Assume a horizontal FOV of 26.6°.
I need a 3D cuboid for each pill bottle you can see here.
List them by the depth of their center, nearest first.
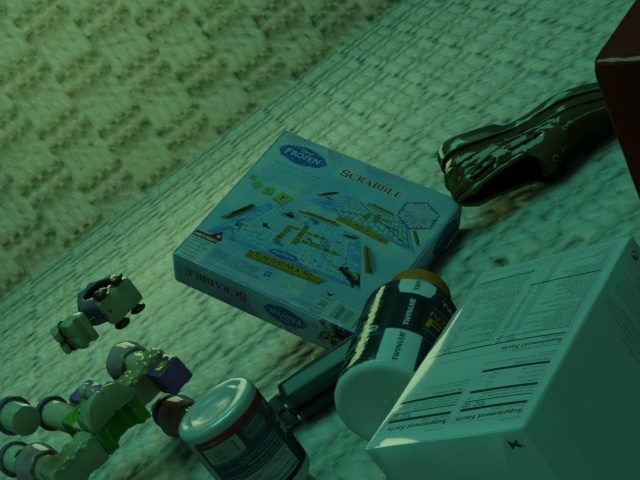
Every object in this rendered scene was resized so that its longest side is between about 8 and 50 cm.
[{"bbox_3d":[-0.077,0.263,1.620,0.108,0.180,0.108,-32,19,12],"label":"pill bottle"},{"bbox_3d":[0.104,0.134,1.693,0.130,0.130,0.245,-26,21,27],"label":"pill bottle"}]

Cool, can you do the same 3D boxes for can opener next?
[{"bbox_3d":[-0.017,0.221,1.824,0.280,0.074,0.093,-37,53,3],"label":"can opener"}]

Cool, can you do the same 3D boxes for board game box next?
[{"bbox_3d":[0.000,0.000,2.013,0.319,0.065,0.318,24,50,20],"label":"board game box"}]

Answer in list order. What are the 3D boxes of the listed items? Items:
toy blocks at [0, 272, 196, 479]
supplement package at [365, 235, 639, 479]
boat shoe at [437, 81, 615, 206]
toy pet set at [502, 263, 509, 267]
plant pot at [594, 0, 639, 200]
[{"bbox_3d":[-0.351,0.238,1.965,0.288,0.309,0.260,-44,26,-25],"label":"toy blocks"},{"bbox_3d":[0.221,0.167,1.292,0.198,0.199,0.262,-17,27,46],"label":"supplement package"},{"bbox_3d":[0.332,-0.133,2.012,0.307,0.110,0.104,-23,52,11],"label":"boat shoe"},{"bbox_3d":[0.243,0.095,1.691,0.122,0.065,0.114,-33,53,19],"label":"toy pet set"},{"bbox_3d":[0.505,-0.173,1.563,0.236,0.267,0.267,-2,37,40],"label":"plant pot"}]
